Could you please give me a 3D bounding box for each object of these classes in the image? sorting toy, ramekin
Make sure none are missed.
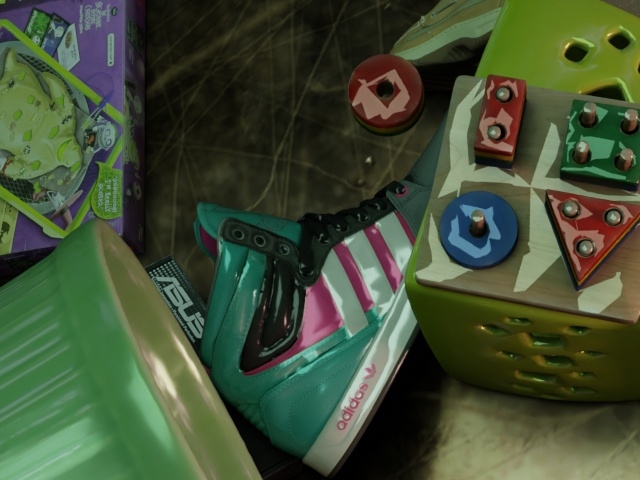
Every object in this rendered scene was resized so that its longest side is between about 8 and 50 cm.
[{"bbox_3d":[0.140,-0.029,0.949,0.274,0.046,0.132,11,76,9],"label":"sorting toy"},{"bbox_3d":[-0.126,0.153,0.978,0.148,0.303,0.303,-28,62,-1],"label":"ramekin"}]

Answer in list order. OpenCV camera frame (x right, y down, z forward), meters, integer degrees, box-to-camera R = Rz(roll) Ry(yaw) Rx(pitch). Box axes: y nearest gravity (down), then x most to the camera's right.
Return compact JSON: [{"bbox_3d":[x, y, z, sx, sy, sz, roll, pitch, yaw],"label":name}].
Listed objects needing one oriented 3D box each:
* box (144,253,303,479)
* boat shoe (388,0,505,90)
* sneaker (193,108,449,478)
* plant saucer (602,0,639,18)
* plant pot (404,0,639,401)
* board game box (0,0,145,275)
[{"bbox_3d":[-0.137,0.129,1.180,0.184,0.045,0.191,-28,69,-18],"label":"box"},{"bbox_3d":[0.110,-0.162,1.207,0.190,0.068,0.072,-15,72,57],"label":"boat shoe"},{"bbox_3d":[0.000,0.000,1.169,0.178,0.124,0.296,28,74,0],"label":"sneaker"},{"bbox_3d":[0.301,-0.224,1.191,0.310,0.050,0.311,-3,63,6],"label":"plant saucer"},{"bbox_3d":[0.200,-0.008,1.072,0.207,0.228,0.227,16,75,17],"label":"plant pot"},{"bbox_3d":[-0.250,-0.139,1.386,0.208,0.056,0.347,-11,66,20],"label":"board game box"}]
